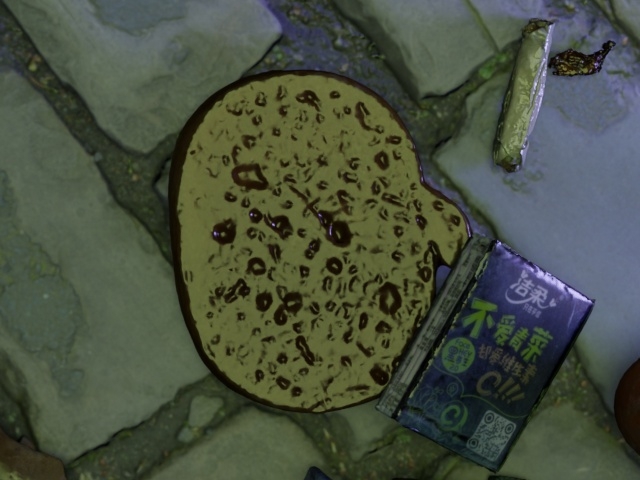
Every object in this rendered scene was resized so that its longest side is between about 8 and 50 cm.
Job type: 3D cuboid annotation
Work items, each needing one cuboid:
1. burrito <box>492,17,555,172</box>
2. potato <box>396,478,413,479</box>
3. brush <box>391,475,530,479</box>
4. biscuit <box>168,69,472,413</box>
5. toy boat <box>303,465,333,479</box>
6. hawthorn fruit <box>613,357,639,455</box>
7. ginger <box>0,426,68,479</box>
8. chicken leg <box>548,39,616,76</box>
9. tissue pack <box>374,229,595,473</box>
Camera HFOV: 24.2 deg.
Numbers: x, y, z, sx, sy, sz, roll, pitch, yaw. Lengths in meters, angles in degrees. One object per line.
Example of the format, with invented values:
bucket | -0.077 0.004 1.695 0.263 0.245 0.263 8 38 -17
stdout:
burrito | 0.238 -0.170 1.741 0.045 0.041 0.185 15 91 17
potato | 0.135 0.359 1.683 0.154 0.137 0.200 -45 91 1
brush | 0.178 0.283 1.737 0.190 0.034 0.027 6 80 -1
biscuit | 0.000 0.000 1.721 0.350 0.070 0.394 0 90 -3
toy boat | -0.033 0.399 1.687 0.078 0.127 0.283 21 87 -7
hawthorn fruit | 0.451 0.170 1.676 0.199 0.199 0.251 44 70 0
ginger | -0.369 0.254 1.712 0.190 0.069 0.095 42 94 -1
chicken leg | 0.309 -0.210 1.751 0.083 0.021 0.036 -13 80 -1
tissue pack | 0.187 0.129 1.691 0.173 0.073 0.235 29 89 -30
